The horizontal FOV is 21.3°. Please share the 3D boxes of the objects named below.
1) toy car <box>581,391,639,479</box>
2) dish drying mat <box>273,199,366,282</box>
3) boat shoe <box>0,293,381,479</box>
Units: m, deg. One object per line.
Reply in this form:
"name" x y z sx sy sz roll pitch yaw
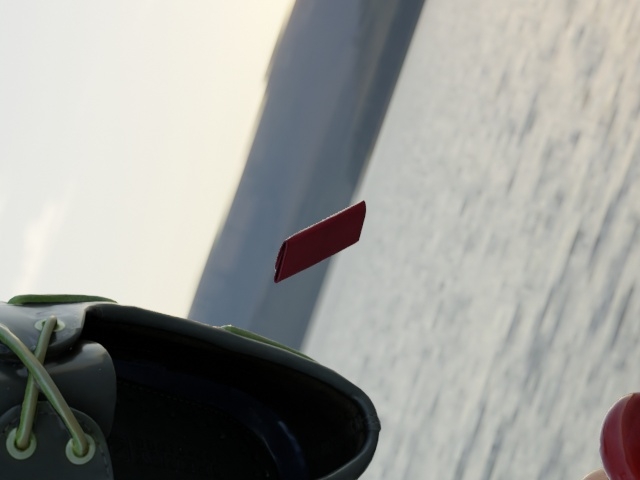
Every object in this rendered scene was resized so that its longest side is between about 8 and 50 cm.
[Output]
"toy car" 0.204 0.130 0.852 0.159 0.136 0.182 -21 -1 -44
"dish drying mat" 0.000 0.000 1.048 0.083 0.008 0.032 -26 -39 -48
"boat shoe" -0.104 0.068 0.657 0.091 0.305 0.109 -35 56 34
